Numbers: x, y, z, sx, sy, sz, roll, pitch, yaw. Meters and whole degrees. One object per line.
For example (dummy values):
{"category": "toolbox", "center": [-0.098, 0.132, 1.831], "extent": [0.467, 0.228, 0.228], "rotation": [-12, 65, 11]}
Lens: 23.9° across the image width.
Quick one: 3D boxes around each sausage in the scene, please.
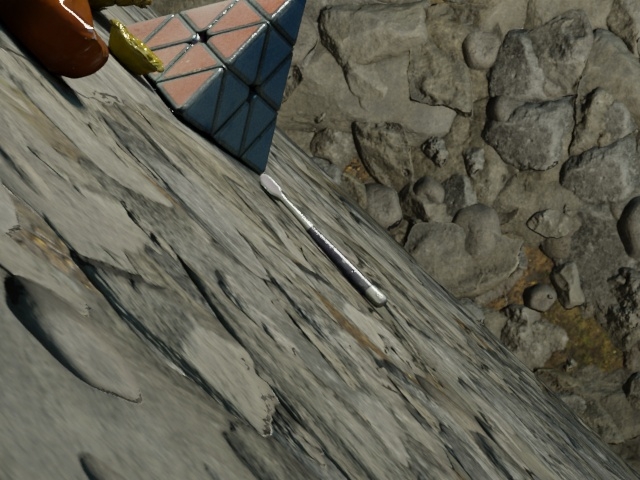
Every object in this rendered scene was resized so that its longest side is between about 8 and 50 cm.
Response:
{"category": "sausage", "center": [-0.266, -0.220, 1.487], "extent": [0.089, 0.089, 0.179], "rotation": [38, 11, -51]}

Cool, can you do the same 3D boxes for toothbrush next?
{"category": "toothbrush", "center": [0.000, 0.000, 2.102], "extent": [0.288, 0.024, 0.026], "rotation": [46, -9, 32]}

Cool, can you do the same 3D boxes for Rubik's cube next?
{"category": "Rubik's cube", "center": [-0.154, -0.242, 2.207], "extent": [0.233, 0.228, 0.228], "rotation": [2, -18, -26]}

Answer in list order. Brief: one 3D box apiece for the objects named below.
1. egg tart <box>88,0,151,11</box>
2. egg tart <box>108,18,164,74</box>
{"category": "egg tart", "center": [-0.363, -0.435, 2.343], "extent": [0.241, 0.106, 0.241], "rotation": [46, 5, -6]}
{"category": "egg tart", "center": [-0.260, -0.261, 2.082], "extent": [0.105, 0.039, 0.105], "rotation": [43, 5, -5]}
